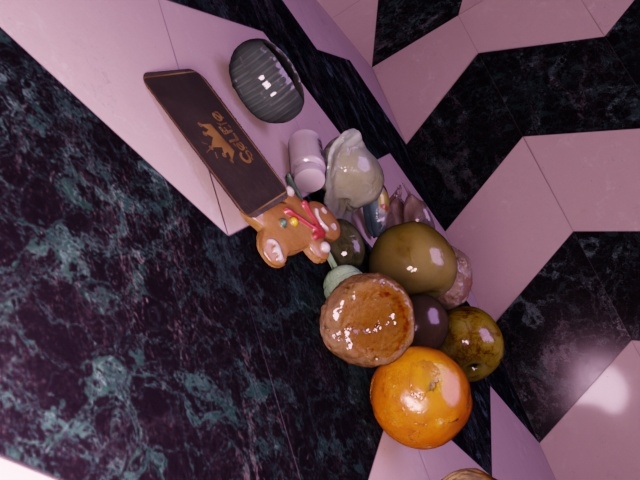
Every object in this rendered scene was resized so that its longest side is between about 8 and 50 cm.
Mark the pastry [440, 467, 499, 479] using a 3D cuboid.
[{"bbox_3d":[0.354,0.671,1.237,0.389,0.312,0.388,35,-10,7],"label":"pastry"}]

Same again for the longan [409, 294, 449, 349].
[{"bbox_3d":[0.303,0.262,1.861,0.198,0.198,0.212,67,18,13],"label":"longan"}]

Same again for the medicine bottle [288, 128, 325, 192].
[{"bbox_3d":[-0.039,-0.231,1.755,0.103,0.103,0.186,46,25,-40],"label":"medicine bottle"}]

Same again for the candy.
[{"bbox_3d":[0.000,0.000,1.597,0.119,0.119,0.439,25,33,-61],"label":"candy"}]

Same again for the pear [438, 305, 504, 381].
[{"bbox_3d":[0.520,0.364,2.171,0.283,0.284,0.283,51,22,-30],"label":"pear"}]

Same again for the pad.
[{"bbox_3d":[-0.187,-0.245,1.344,0.375,0.063,0.315,53,25,-4],"label":"pad"}]

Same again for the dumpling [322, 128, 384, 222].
[{"bbox_3d":[0.095,-0.195,1.892,0.320,0.212,0.270,50,22,-30],"label":"dumpling"}]

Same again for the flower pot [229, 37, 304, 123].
[{"bbox_3d":[-0.148,-0.435,1.665,0.243,0.157,0.189,58,21,-17],"label":"flower pot"}]

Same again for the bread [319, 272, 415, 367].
[{"bbox_3d":[0.109,0.182,1.421,0.229,0.230,0.123,60,-8,-7],"label":"bread"}]

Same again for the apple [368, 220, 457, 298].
[{"bbox_3d":[0.298,0.078,1.987,0.292,0.292,0.254,32,44,-56],"label":"apple"}]

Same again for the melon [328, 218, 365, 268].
[{"bbox_3d":[0.065,0.017,1.676,0.114,0.114,0.167,29,36,-58],"label":"melon"}]

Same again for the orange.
[{"bbox_3d":[0.241,0.375,1.462,0.246,0.246,0.246,51,22,-30],"label":"orange"}]

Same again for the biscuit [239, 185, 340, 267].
[{"bbox_3d":[-0.052,-0.044,1.436,0.340,0.047,0.215,-4,62,-54],"label":"biscuit"}]

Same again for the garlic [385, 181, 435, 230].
[{"bbox_3d":[0.363,-0.081,2.448,0.291,0.210,0.237,66,24,-17],"label":"garlic"}]

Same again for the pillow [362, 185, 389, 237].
[{"bbox_3d":[0.188,-0.110,2.122,0.233,0.086,0.214,-177,-95,-85],"label":"pillow"}]

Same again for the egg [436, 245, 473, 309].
[{"bbox_3d":[0.443,0.133,2.289,0.279,0.279,0.310,52,2,-29],"label":"egg"}]
